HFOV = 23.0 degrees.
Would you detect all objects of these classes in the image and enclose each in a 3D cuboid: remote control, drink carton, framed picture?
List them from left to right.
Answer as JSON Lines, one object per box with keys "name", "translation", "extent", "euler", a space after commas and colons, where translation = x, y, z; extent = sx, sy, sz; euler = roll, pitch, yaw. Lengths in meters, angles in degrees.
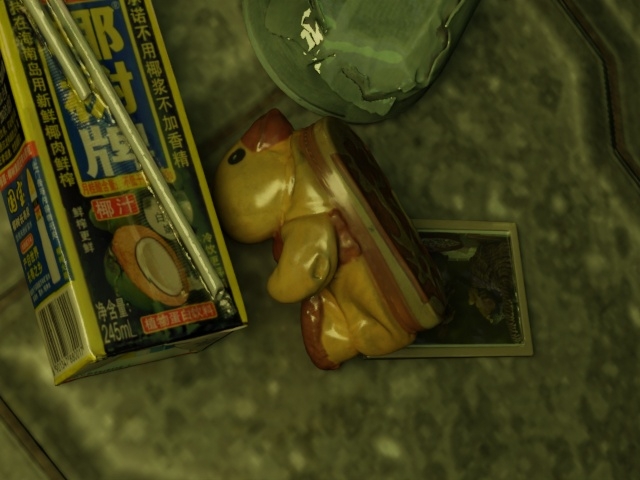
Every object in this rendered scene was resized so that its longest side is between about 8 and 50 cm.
{"name": "drink carton", "translation": [-0.090, -0.033, 0.625], "extent": [0.071, 0.056, 0.166], "euler": [-12, 80, -33]}
{"name": "remote control", "translation": [0.047, -0.164, 0.743], "extent": [0.104, 0.052, 0.247], "euler": [33, 65, -14]}
{"name": "framed picture", "translation": [0.055, 0.021, 0.712], "extent": [0.089, 0.006, 0.066], "euler": [2, 74, -27]}

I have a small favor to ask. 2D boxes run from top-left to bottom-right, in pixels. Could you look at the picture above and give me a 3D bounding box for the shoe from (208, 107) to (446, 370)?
{"name": "shoe", "translation": [0.001, 0.003, 0.654], "extent": [0.109, 0.069, 0.072], "euler": [48, 21, -20]}
